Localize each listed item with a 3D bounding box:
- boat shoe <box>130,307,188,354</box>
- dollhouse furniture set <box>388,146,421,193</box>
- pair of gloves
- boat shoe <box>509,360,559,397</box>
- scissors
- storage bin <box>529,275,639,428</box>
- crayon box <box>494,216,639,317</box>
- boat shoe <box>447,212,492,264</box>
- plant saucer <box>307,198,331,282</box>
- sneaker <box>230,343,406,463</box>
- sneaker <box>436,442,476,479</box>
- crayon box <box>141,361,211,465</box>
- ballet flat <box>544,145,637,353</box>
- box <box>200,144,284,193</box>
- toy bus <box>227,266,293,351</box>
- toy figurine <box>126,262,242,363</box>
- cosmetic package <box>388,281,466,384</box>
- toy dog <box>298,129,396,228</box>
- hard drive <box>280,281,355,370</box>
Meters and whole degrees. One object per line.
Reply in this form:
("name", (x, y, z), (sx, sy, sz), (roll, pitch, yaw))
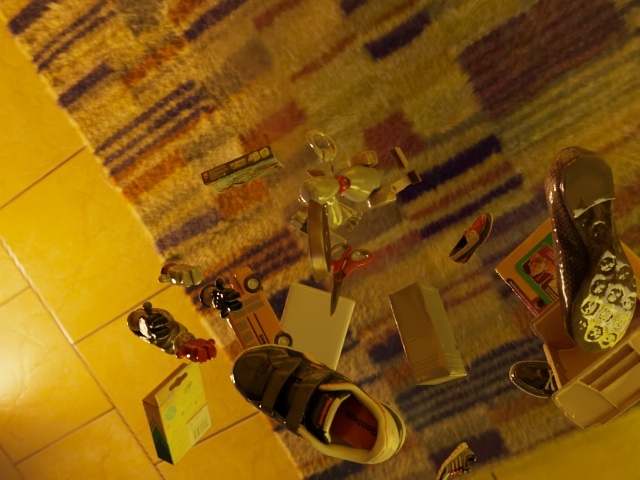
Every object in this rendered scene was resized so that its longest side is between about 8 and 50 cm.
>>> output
("boat shoe", (-0.582, 0.282, 1.921), (0.130, 0.355, 0.132), (42, 68, -35))
("dollhouse furniture set", (0.189, -0.179, 1.480), (0.081, 0.091, 0.114), (-32, 96, -24))
("pair of gloves", (0.015, -0.069, 1.876), (0.204, 0.042, 0.240), (24, 146, -5))
("boat shoe", (0.708, 0.416, 1.623), (0.303, 0.091, 0.114), (9, 74, 21))
("scissors", (0.034, 0.084, 1.273), (0.109, 0.297, 0.021), (13, 122, 18))
("storage bin", (0.568, 0.201, 1.135), (0.123, 0.262, 0.260), (37, 115, -7))
("crayon box", (0.748, 0.111, 1.622), (0.313, 0.106, 0.363), (-47, 52, 20))
("boat shoe", (0.322, -0.005, 1.197), (0.043, 0.049, 0.137), (16, 126, -11))
("plant saucer", (0.000, 0.000, 1.112), (0.029, 0.168, 0.168), (-5, 101, 8))
("sneaker", (-0.017, 0.256, 0.911), (0.321, 0.127, 0.126), (19, 82, 18))
("sneaker", (0.449, 0.746, 1.832), (0.075, 0.170, 0.063), (32, 148, 33))
("crayon box", (-0.473, 0.554, 1.849), (0.081, 0.202, 0.318), (13, 122, 27))
("ballet flat", (0.286, 0.014, 0.609), (0.084, 0.058, 0.249), (-23, 114, -4))
("box", (-0.214, -0.195, 1.547), (0.207, 0.114, 0.036), (-21, 77, 10))
("toy bus", (-0.166, 0.244, 1.526), (0.130, 0.108, 0.332), (-28, 78, -10))
("toy figurine", (-0.316, 0.164, 1.312), (0.209, 0.148, 0.213), (37, 71, -35))
("cosmetic package", (0.265, 0.233, 1.392), (0.107, 0.127, 0.238), (-24, 67, 27))
("toy dog", (0.047, -0.141, 1.489), (0.161, 0.334, 0.220), (-27, 62, 42))
("hard drive", (-0.032, 0.314, 1.786), (0.210, 0.040, 0.318), (17, 99, 7))
